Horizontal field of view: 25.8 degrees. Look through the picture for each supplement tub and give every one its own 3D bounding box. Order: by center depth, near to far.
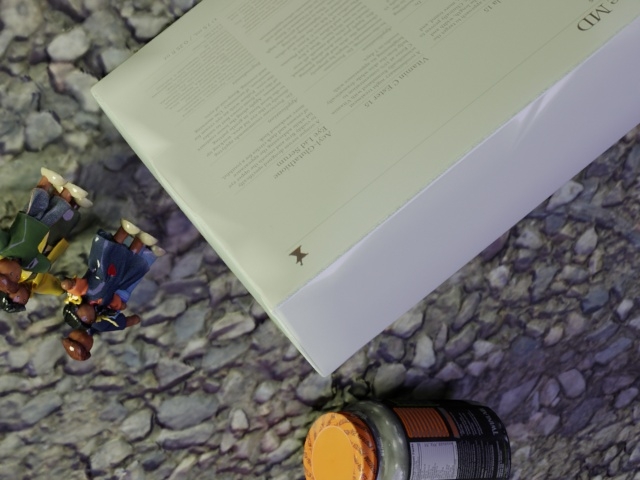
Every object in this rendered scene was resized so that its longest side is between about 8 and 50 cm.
[{"bbox_3d":[0.085,0.214,1.374,0.190,0.117,0.117,5,119,-37],"label":"supplement tub"}]

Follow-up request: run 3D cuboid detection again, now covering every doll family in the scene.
[{"bbox_3d":[-0.190,0.026,1.064,0.193,0.076,0.111,36,79,-41],"label":"doll family"}]

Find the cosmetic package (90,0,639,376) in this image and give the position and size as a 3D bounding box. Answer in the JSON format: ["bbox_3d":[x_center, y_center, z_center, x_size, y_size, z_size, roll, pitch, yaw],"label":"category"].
[{"bbox_3d":[0.061,-0.126,0.977,0.377,0.284,0.097,-38,136,-4],"label":"cosmetic package"}]

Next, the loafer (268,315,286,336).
[{"bbox_3d":[0.000,0.000,1.171,0.094,0.087,0.251,-21,132,-21],"label":"loafer"}]
